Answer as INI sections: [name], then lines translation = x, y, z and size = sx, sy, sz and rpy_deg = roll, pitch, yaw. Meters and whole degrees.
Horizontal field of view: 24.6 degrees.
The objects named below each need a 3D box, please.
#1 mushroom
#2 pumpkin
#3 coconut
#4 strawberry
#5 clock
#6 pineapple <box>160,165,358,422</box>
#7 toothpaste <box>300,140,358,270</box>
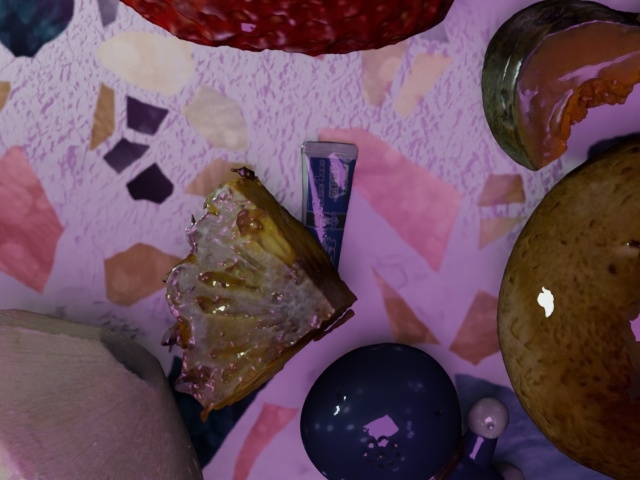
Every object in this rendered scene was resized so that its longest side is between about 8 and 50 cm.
[mushroom]
translation = 0.358, 0.070, 1.350
size = 0.331, 0.356, 0.334
rpy_deg = -51, 58, 17
[pumpkin]
translation = 0.250, -0.175, 1.322
size = 0.248, 0.131, 0.126
rpy_deg = -32, 100, 10
[coconut]
translation = -0.267, 0.214, 1.397
size = 0.309, 0.297, 0.297
rpy_deg = -42, 98, 15
[strawberry]
translation = -0.025, -0.285, 1.241
size = 0.310, 0.292, 0.291
rpy_deg = 23, 106, 5
[clock]
translation = 0.091, 0.207, 1.432
size = 0.200, 0.146, 0.243
rpy_deg = -35, 107, 17
[pineapple]
translation = -0.061, 0.055, 1.396
size = 0.186, 0.114, 0.236
rpy_deg = 12, 106, 18
[toothpaste]
translation = 0.000, 0.000, 1.437
size = 0.057, 0.035, 0.197
rpy_deg = 3, 104, -12
